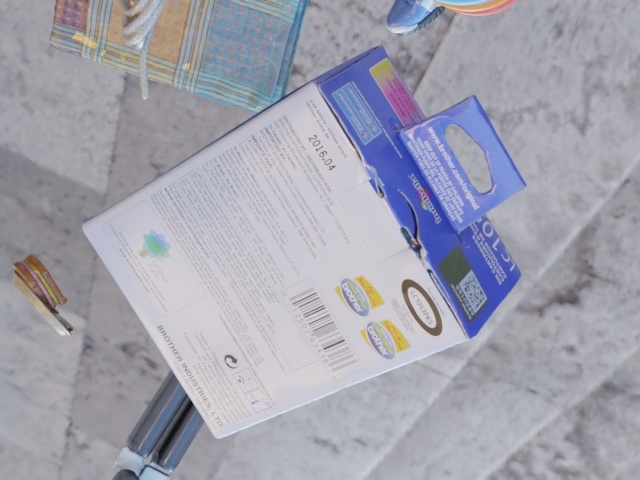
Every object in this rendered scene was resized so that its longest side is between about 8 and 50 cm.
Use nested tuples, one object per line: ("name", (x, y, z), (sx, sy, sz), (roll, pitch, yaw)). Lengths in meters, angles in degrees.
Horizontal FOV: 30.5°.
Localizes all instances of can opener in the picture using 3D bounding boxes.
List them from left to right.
("can opener", (-0.194, 0.257, 1.444), (0.076, 0.283, 0.095), (33, 177, -22))

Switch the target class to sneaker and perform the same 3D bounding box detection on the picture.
("sneaker", (0.160, -0.387, 1.690), (0.081, 0.080, 0.211), (20, 120, -43))

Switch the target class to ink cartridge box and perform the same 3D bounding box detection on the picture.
("ink cartridge box", (0.000, 0.000, 1.129), (0.395, 0.151, 0.270), (-27, 98, 37))

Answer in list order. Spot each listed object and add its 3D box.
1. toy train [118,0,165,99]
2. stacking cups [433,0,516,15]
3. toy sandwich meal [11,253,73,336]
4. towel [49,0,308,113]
("toy train", (-0.116, -0.173, 0.581), (0.105, 0.143, 0.248), (24, 118, 27))
("stacking cups", (0.079, -0.176, 0.647), (0.096, 0.096, 0.316), (24, -169, 6))
("toy sandwich meal", (-0.240, 0.048, 1.031), (0.085, 0.029, 0.085), (46, 169, 12))
("towel", (-0.205, -0.346, 1.707), (0.370, 0.040, 0.271), (17, 120, 3))
